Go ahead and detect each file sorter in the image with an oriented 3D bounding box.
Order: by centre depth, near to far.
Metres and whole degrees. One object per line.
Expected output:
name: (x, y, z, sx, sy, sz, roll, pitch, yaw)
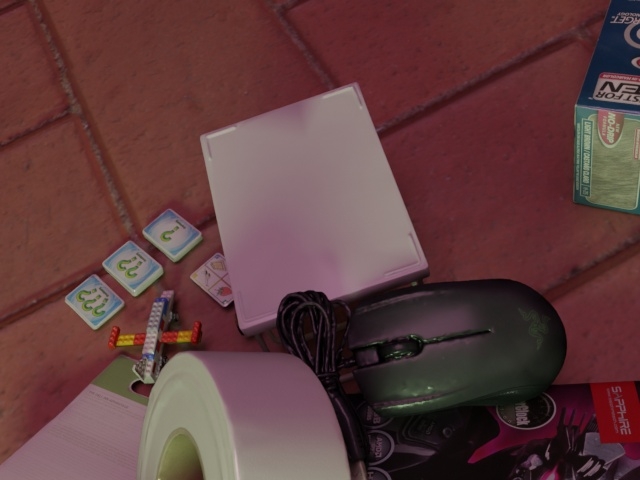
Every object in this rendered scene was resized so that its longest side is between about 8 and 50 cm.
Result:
file sorter: (0.000, 0.000, 1.032, 0.192, 0.173, 0.278, -18, 52, 2)

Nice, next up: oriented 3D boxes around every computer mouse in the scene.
computer mouse: (0.109, 0.105, 0.837, 0.272, 0.072, 0.189, -12, 72, -12)

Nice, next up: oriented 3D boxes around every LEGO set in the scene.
LEGO set: (-0.188, 0.064, 1.105, 0.182, 0.060, 0.244, -41, 52, -17)

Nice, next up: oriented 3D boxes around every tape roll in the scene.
tape roll: (-0.078, 0.239, 0.797, 0.100, 0.286, 0.286, 5, 47, -27)

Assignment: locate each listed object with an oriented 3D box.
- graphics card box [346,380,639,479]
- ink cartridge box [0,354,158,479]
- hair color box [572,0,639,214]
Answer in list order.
graphics card box: (0.197, 0.238, 0.822, 0.370, 0.094, 0.233, -5, 35, 12)
ink cartridge box: (-0.224, 0.235, 0.995, 0.171, 0.056, 0.235, 16, 36, 24)
hair color box: (0.392, -0.220, 1.093, 0.105, 0.174, 0.347, 12, 58, 22)
